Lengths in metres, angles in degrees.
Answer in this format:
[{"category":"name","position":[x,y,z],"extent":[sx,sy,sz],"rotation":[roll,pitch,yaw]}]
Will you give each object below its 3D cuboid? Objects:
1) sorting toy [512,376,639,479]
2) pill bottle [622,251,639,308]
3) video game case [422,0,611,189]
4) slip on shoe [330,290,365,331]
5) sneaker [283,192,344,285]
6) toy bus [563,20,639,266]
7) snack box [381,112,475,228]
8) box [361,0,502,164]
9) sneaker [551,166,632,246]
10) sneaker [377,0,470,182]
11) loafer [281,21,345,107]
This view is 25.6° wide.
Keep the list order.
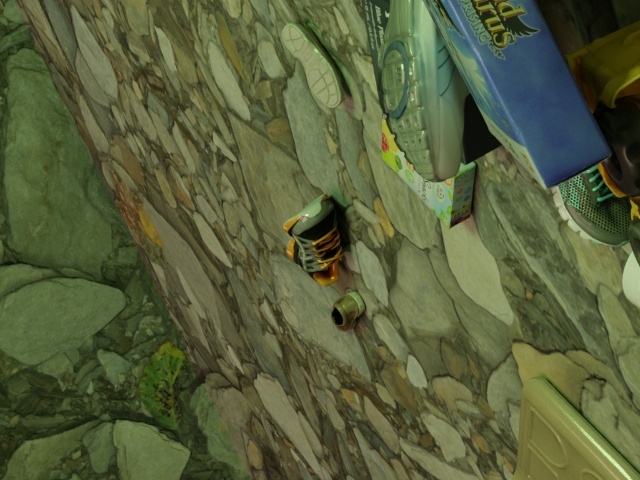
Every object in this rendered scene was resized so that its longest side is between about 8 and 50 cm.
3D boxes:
[{"category":"sorting toy","position":[0.349,0.330,1.725],"extent":[0.307,0.041,0.229],"rotation":[47,152,35]},{"category":"pill bottle","position":[0.353,0.061,1.209],"extent":[0.187,0.112,0.112],"rotation":[38,151,48]},{"category":"video game case","position":[0.119,-0.190,1.115],"extent":[0.269,0.061,0.244],"rotation":[60,-176,-14]},{"category":"slip on shoe","position":[0.034,0.117,2.215],"extent":[0.051,0.041,0.135],"rotation":[59,161,6]},{"category":"sneaker","position":[0.000,0.000,2.088],"extent":[0.083,0.084,0.215],"rotation":[53,169,17]},{"category":"toy bus","position":[0.285,-0.080,1.162],"extent":[0.220,0.149,0.211],"rotation":[67,173,-25]},{"category":"snack box","position":[0.127,-0.095,1.681],"extent":[0.141,0.037,0.100],"rotation":[49,159,30]},{"category":"box","position":[0.129,-0.189,1.461],"extent":[0.158,0.093,0.156],"rotation":[39,151,45]},{"category":"sneaker","position":[0.255,-0.070,1.358],"extent":[0.166,0.065,0.076],"rotation":[57,157,7]},{"category":"sneaker","position":[0.121,-0.201,1.294],"extent":[0.111,0.129,0.297],"rotation":[-151,58,-70]},{"category":"loafer","position":[-0.002,-0.232,1.831],"extent":[0.045,0.039,0.125],"rotation":[-34,88,38]}]
